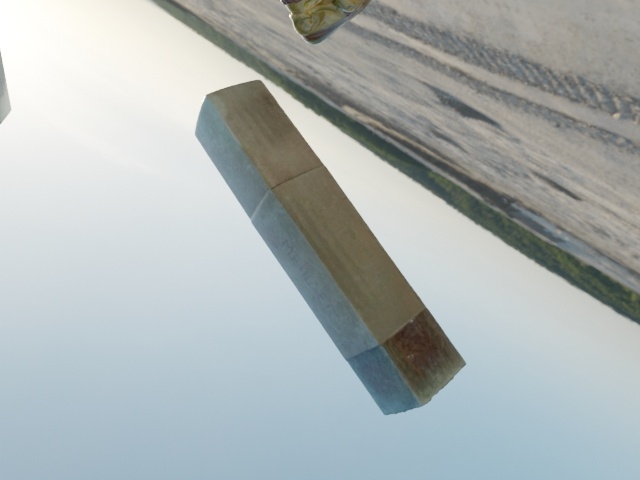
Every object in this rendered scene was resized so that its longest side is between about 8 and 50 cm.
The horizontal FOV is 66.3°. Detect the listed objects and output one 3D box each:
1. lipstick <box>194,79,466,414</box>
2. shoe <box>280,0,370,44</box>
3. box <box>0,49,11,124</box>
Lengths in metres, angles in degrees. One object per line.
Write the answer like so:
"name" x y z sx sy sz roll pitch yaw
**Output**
"lipstick" 0.000 0.000 0.517 0.080 0.076 0.371 -29 -100 -33
"shoe" 0.013 -0.249 0.482 0.069 0.109 0.072 30 -143 -53
"box" -0.415 -0.177 0.506 0.154 0.084 0.040 9 -135 -12
